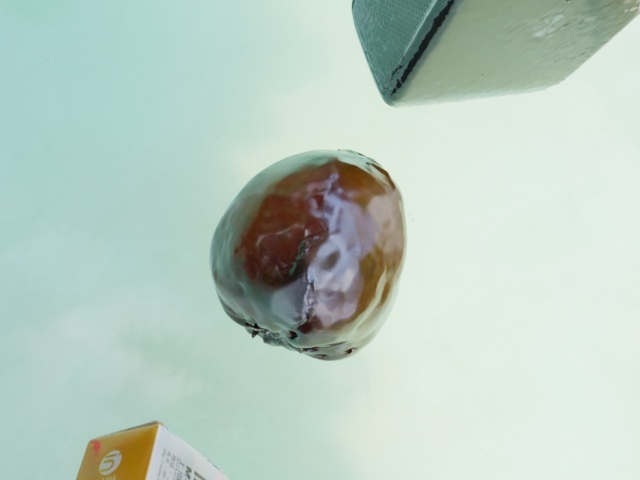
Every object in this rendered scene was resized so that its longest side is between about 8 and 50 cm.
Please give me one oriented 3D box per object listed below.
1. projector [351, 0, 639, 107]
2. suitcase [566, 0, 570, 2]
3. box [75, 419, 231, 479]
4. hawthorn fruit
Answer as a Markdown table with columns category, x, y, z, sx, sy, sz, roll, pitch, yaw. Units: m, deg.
| category | x | y | z | sx | sy | sz | roll | pitch | yaw |
| --- | --- | --- | --- | --- | --- | --- | --- | --- | --- |
| projector | 0.290 | -0.414 | 0.757 | 0.395 | 0.405 | 0.242 | -11 | 73 | -18 |
| suitcase | 0.215 | -0.253 | 0.405 | 0.126 | 0.086 | 0.059 | -6 | 75 | -58 |
| box | -0.145 | 0.337 | 0.457 | 0.274 | 0.091 | 0.221 | -89 | 156 | -51 |
| hawthorn fruit | -0.005 | 0.019 | 0.776 | 0.325 | 0.308 | 0.308 | -41 | 98 | -8 |
